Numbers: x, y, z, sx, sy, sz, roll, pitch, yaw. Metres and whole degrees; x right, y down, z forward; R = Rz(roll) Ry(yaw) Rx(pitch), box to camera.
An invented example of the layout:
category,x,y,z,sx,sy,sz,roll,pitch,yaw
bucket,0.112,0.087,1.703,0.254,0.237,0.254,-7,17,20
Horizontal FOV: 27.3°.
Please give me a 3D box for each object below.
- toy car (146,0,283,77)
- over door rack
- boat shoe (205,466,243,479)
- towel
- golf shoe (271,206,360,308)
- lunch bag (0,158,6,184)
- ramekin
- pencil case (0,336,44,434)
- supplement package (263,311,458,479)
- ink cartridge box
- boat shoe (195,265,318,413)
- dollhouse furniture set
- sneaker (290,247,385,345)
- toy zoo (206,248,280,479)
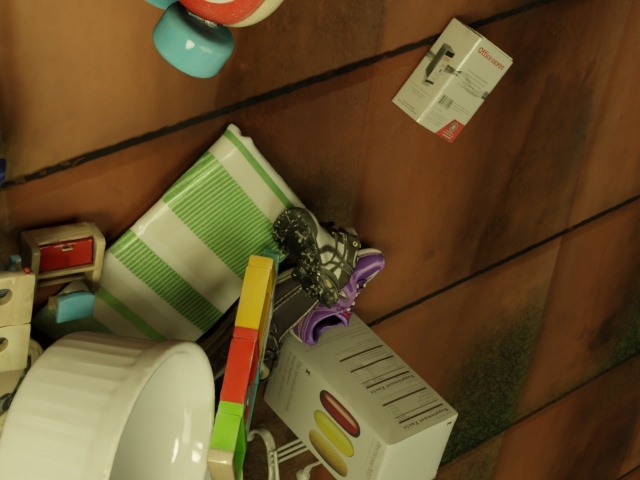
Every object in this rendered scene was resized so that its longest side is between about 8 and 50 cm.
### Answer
category,x,y,z,sx,sy,sz,roll,pitch,yaw
toy car,-0.148,-0.298,1.150,0.238,0.210,0.219,14,126,-39
over door rack,0.009,0.405,2.007,0.239,0.108,0.324,-18,99,-37
boat shoe,-0.151,0.405,1.929,0.094,0.109,0.302,-28,139,-29
towel,-0.167,0.030,1.592,0.325,0.038,0.248,-44,146,-3
golf shoe,0.000,0.000,1.648,0.094,0.077,0.198,-48,154,-17
lunch bag,-0.462,0.029,1.105,0.328,0.239,0.385,-53,162,9
ramekin,-0.225,0.227,1.378,0.277,0.135,0.277,11,90,-73
pencil case,-0.350,0.262,1.518,0.183,0.160,0.410,-48,149,-26
supplement package,0.052,0.233,1.847,0.134,0.244,0.139,-18,136,-36
ink cartridge box,0.171,-0.206,1.697,0.135,0.056,0.099,-53,146,10
boat shoe,-0.097,0.147,1.733,0.285,0.092,0.103,-37,145,-14
dollhouse furniture set,-0.295,0.037,1.357,0.184,0.129,0.129,-11,133,-31
sneaker,0.032,0.082,1.827,0.170,0.071,0.068,-44,146,-5
toy zoo,-0.088,0.145,1.576,0.192,0.030,0.293,94,6,-68
